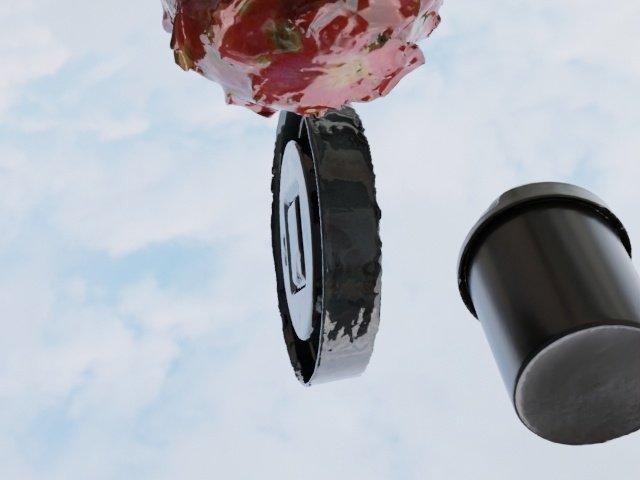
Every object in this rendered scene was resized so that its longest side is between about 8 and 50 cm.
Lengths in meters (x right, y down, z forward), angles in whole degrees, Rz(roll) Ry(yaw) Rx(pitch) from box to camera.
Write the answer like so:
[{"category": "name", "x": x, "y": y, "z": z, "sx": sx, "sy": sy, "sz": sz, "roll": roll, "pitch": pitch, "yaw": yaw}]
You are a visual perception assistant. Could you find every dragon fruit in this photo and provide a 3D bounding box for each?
[{"category": "dragon fruit", "x": -0.021, "y": -0.214, "z": 0.597, "sx": 0.205, "sy": 0.210, "sz": 0.268, "roll": -15, "pitch": -95, "yaw": 11}]

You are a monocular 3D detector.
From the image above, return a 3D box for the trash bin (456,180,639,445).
[{"category": "trash bin", "x": 0.275, "y": 0.063, "z": 1.041, "sx": 0.214, "sy": 0.214, "sz": 0.333, "roll": -18, "pitch": -146, "yaw": 10}]

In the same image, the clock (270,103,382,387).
[{"category": "clock", "x": -0.001, "y": 0.000, "z": 0.938, "sx": 0.061, "sy": 0.312, "sz": 0.312, "roll": -3, "pitch": -136, "yaw": -11}]
